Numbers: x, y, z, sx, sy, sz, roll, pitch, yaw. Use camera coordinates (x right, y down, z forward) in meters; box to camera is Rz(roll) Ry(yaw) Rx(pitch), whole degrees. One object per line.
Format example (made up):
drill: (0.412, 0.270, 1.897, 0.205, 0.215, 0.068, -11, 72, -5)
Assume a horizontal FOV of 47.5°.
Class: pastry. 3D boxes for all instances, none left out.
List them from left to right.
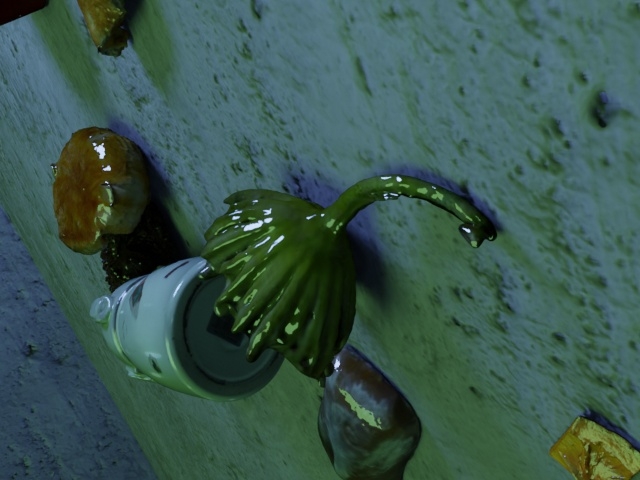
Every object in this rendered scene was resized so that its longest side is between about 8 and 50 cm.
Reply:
pastry: (-0.380, -0.090, 1.242, 0.218, 0.100, 0.229, -25, 72, 39)

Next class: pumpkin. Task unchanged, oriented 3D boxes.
pumpkin: (0.251, 0.205, 0.678, 0.073, 0.035, 0.101, 44, 153, 29)

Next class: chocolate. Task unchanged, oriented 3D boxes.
chocolate: (0.049, 0.275, 1.037, 0.157, 0.080, 0.254, 42, 150, 25)

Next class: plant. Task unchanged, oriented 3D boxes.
plant: (0.024, -0.009, 0.791, 0.333, 0.180, 0.251, -42, 74, 30)

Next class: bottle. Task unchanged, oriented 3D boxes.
bottle: (-0.216, 0.138, 1.153, 0.352, 0.229, 0.229, -9, 113, 53)

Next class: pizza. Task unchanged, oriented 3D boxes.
pizza: (-0.297, -0.359, 0.932, 0.134, 0.056, 0.271, 28, 141, 47)

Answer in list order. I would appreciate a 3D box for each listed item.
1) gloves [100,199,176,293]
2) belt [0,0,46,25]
gloves: (-0.333, 0.058, 1.370, 0.210, 0.135, 0.312, 25, 138, 55)
belt: (-0.562, -0.504, 1.143, 0.227, 0.115, 0.324, 15, 132, 51)
